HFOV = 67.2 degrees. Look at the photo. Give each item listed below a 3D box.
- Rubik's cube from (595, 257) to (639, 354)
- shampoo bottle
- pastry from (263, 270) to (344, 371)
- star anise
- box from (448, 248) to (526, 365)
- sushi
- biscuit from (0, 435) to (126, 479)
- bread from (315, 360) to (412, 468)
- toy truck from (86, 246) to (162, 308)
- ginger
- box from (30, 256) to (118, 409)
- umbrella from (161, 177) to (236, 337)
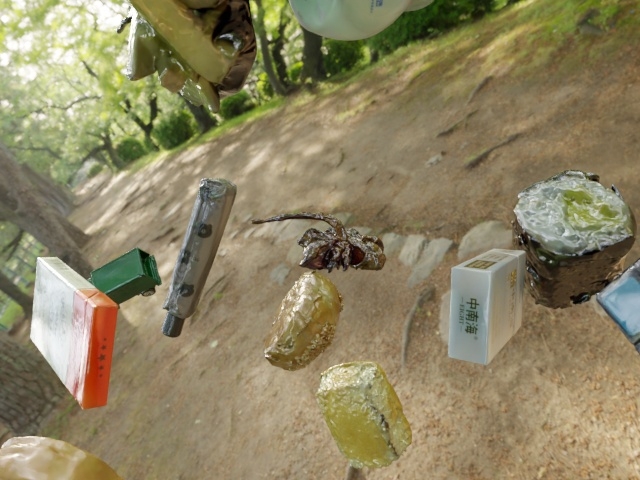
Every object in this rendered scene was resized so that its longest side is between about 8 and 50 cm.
[{"bbox_3d":[0.788,0.110,0.810,0.358,0.363,0.362,64,151,31],"label":"Rubik's cube"},{"bbox_3d":[0.103,-0.505,0.914,0.350,0.221,0.151,-26,14,-37],"label":"shampoo bottle"},{"bbox_3d":[-0.039,0.236,1.366,0.255,0.162,0.310,-52,12,33],"label":"pastry"},{"bbox_3d":[0.000,0.000,0.656,0.097,0.191,0.070,-108,27,-57],"label":"star anise"},{"bbox_3d":[0.298,0.104,0.845,0.067,0.155,0.243,7,12,34],"label":"box"},{"bbox_3d":[0.665,-0.006,1.297,0.282,0.294,0.299,-7,51,19],"label":"sushi"},{"bbox_3d":[-0.201,0.316,0.456,0.057,0.312,0.351,-76,4,-58],"label":"biscuit"},{"bbox_3d":[0.095,0.390,1.073,0.174,0.245,0.121,-19,14,33],"label":"bread"},{"bbox_3d":[-0.361,0.081,0.866,0.147,0.079,0.065,-27,65,7],"label":"toy truck"},{"bbox_3d":[-0.292,-0.398,0.842,0.211,0.358,0.413,-30,-5,-24],"label":"ginger"},{"bbox_3d":[-0.350,0.116,0.671,0.245,0.035,0.138,16,100,43],"label":"box"},{"bbox_3d":[-0.244,0.038,0.939,0.073,0.067,0.337,-13,-53,-65],"label":"umbrella"}]
